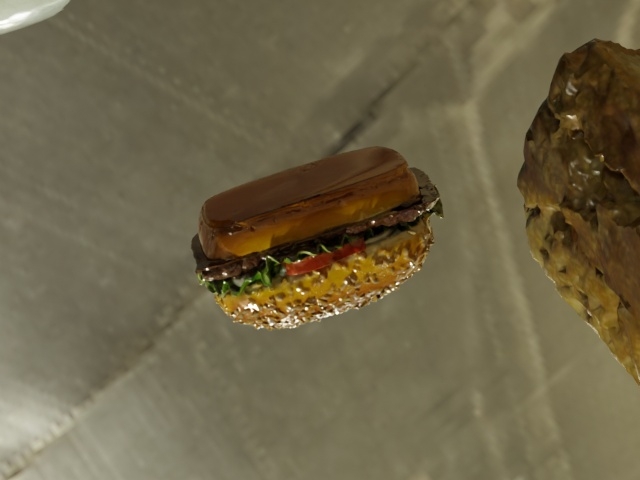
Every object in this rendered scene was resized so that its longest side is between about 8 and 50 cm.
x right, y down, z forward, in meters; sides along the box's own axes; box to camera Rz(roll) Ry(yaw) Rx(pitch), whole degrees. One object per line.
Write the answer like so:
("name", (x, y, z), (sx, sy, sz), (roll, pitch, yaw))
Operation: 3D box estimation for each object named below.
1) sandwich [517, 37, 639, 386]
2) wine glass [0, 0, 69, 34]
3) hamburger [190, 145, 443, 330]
("sandwich", (0.234, 0.021, 0.644), (0.288, 0.254, 0.099), (-2, 117, -29))
("wine glass", (-0.344, -0.254, 1.463), (0.323, 0.238, 0.238), (2, 130, -33))
("hamburger", (0.000, 0.000, 1.261), (0.166, 0.137, 0.087), (-17, 106, 0))
